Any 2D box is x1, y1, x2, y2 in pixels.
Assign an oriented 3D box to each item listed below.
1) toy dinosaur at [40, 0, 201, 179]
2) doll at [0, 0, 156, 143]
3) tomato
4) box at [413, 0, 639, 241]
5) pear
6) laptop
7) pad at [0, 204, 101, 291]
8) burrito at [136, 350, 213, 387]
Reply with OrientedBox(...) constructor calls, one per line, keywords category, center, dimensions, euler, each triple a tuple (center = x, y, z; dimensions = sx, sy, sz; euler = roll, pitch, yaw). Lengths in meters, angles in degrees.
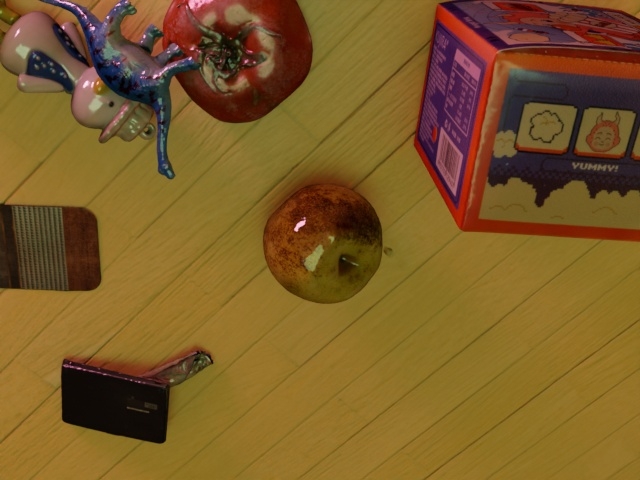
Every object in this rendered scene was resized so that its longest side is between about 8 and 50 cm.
OrientedBox(category="toy dinosaur", center=(-0.260, -0.257, 1.091), dimensions=(0.144, 0.076, 0.329), euler=(-36, 95, 6))
OrientedBox(category="doll", center=(-0.369, -0.246, 1.142), dimensions=(0.293, 0.138, 0.119), euler=(38, 148, -18))
OrientedBox(category="tomato", center=(-0.125, -0.285, 1.153), dimensions=(0.237, 0.095, 0.236), euler=(-2, 117, -3))
OrientedBox(category="box", center=(0.331, -0.186, 1.098), dimensions=(0.319, 0.348, 0.256), euler=(3, 116, -5))
OrientedBox(category="pear", center=(0.000, 0.000, 1.261), dimensions=(0.198, 0.197, 0.197), euler=(-2, 116, -4))
OrientedBox(category="laptop", center=(-0.387, 0.307, 1.435), dimensions=(0.207, 0.026, 0.153), euler=(12, 117, 5))
OrientedBox(category="pad", center=(-0.512, 0.095, 1.331), dimensions=(0.250, 0.055, 0.322), euler=(2, 98, -6))
OrientedBox(category="burrito", center=(-0.284, 0.253, 1.437), dimensions=(0.171, 0.042, 0.051), euler=(-25, 120, 12))
